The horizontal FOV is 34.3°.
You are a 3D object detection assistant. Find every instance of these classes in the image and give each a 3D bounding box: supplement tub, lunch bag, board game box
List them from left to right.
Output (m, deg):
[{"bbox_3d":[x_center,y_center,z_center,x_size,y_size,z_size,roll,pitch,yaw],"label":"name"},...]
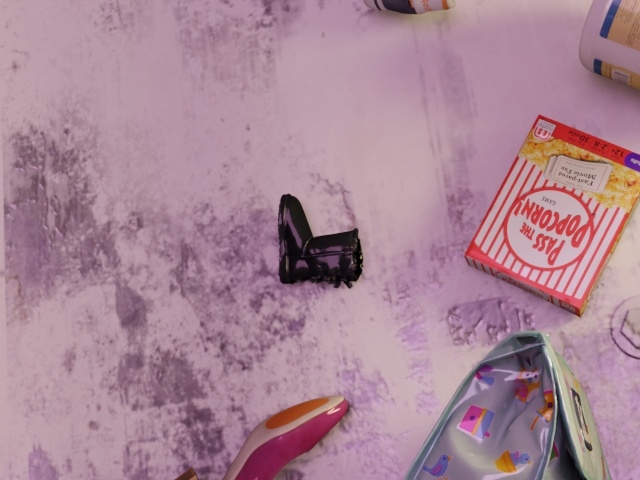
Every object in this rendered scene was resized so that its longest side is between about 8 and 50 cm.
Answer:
[{"bbox_3d":[0.194,0.232,1.038,0.160,0.223,0.262,20,79,31],"label":"lunch bag"},{"bbox_3d":[0.276,-0.030,1.196,0.147,0.045,0.193,25,81,21],"label":"board game box"},{"bbox_3d":[0.410,-0.228,1.167,0.200,0.144,0.144,27,82,21],"label":"supplement tub"}]

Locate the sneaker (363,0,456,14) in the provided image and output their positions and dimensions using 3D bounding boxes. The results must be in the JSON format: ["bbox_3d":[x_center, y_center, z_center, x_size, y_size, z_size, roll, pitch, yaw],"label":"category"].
[{"bbox_3d":[0.162,-0.436,1.316,0.127,0.126,0.321,16,89,24],"label":"sneaker"}]

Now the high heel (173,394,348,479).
[{"bbox_3d":[-0.056,0.278,1.192,0.244,0.082,0.117,-32,99,-10],"label":"high heel"}]

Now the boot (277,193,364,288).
[{"bbox_3d":[0.000,0.000,1.265,0.099,0.045,0.121,-4,79,17],"label":"boot"}]
